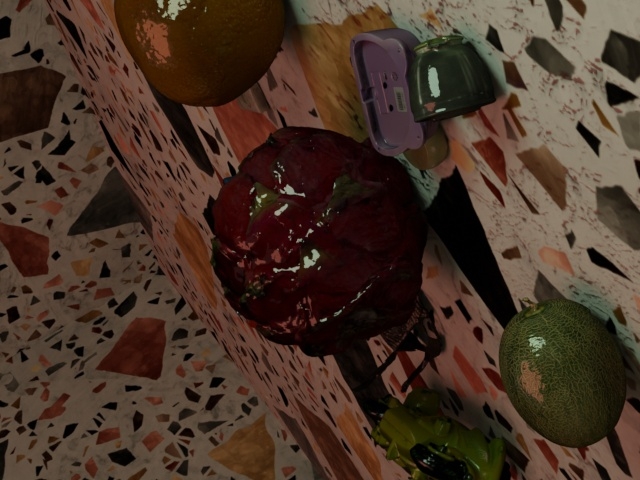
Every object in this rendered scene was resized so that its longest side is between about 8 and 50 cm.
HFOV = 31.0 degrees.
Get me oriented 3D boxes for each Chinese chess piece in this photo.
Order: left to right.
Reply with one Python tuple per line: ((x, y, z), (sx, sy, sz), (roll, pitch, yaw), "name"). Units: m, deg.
((0.127, -0.130, 1.465), (0.084, 0.034, 0.084), (52, 161, 26), "Chinese chess piece")

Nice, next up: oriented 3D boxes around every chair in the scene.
((0.122, 0.145, 1.919), (0.213, 0.149, 0.174), (-52, 58, 29), "chair")

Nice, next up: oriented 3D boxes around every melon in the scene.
((0.274, 0.146, 1.318), (0.192, 0.139, 0.139), (65, 164, -12), "melon")

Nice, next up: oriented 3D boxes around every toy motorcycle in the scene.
((0.196, 0.342, 1.916), (0.206, 0.142, 0.342), (35, 178, -19), "toy motorcycle")

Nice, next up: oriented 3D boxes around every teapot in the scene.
((0.131, -0.177, 1.263), (0.124, 0.092, 0.090), (-9, 94, 67), "teapot")

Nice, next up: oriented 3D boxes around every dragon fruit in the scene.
((-0.003, 0.002, 1.619), (0.329, 0.329, 0.329), (53, 164, 23), "dragon fruit")

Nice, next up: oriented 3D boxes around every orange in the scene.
((-0.174, -0.319, 1.676), (0.264, 0.264, 0.264), (53, 164, 23), "orange")

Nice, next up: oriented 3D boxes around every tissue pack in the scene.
((-0.128, -0.258, 2.067), (0.056, 0.023, 0.108), (65, 164, -19), "tissue pack")

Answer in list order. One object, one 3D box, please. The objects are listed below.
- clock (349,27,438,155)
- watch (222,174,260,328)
((0.096, -0.180, 1.380), (0.110, 0.050, 0.152), (9, 117, 56), "clock")
((-0.079, -0.025, 2.017), (0.305, 0.242, 0.274), (82, 167, -55), "watch")
